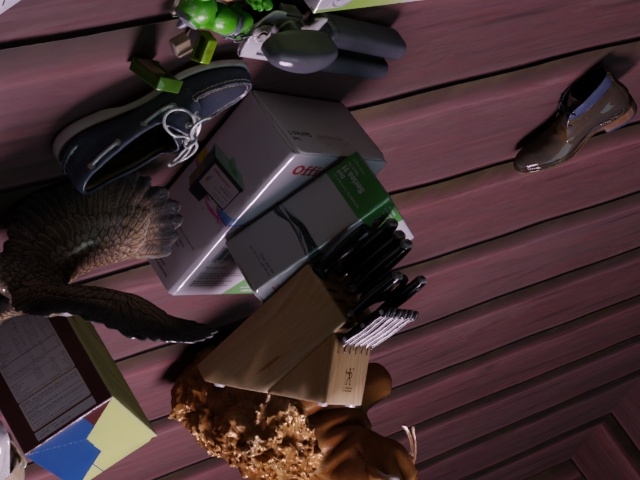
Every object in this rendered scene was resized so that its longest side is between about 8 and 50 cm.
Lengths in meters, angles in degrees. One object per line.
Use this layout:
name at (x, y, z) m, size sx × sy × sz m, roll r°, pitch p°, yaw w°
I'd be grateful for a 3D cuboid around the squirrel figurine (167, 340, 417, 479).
squirrel figurine at (-0.034, 0.317, 2.415) m, size 0.397 × 0.370 × 0.281 m, roll -5°, pitch 143°, yaw -47°

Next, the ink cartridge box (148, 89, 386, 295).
ink cartridge box at (-0.080, -0.058, 1.977) m, size 0.201 × 0.117 × 0.278 m, roll 1°, pitch 138°, yaw -52°

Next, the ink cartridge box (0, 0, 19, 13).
ink cartridge box at (-0.284, -0.278, 1.405) m, size 0.207 × 0.046 × 0.097 m, roll -35°, pitch 157°, yaw 1°

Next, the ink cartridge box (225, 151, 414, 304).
ink cartridge box at (0.000, 0.000, 1.931) m, size 0.208 × 0.087 × 0.153 m, roll -35°, pitch 156°, yaw 1°

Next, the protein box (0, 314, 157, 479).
protein box at (-0.347, 0.193, 2.001) m, size 0.136 × 0.201 × 0.200 m, roll -33°, pitch 156°, yaw -3°

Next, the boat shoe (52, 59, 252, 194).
boat shoe at (-0.185, -0.133, 1.755) m, size 0.254 × 0.079 × 0.095 m, roll -25°, pitch 154°, yaw -20°

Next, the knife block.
knife block at (-0.008, 0.081, 1.891) m, size 0.088 × 0.276 × 0.242 m, roll 13°, pitch 84°, yaw -56°

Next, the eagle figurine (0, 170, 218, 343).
eagle figurine at (-0.300, 0.050, 1.801) m, size 0.298 × 0.226 × 0.225 m, roll -18°, pitch -167°, yaw 4°

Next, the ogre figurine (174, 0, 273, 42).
ogre figurine at (-0.094, -0.288, 1.569) m, size 0.118 × 0.097 × 0.197 m, roll -26°, pitch 165°, yaw -43°

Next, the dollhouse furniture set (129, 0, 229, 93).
dollhouse furniture set at (-0.154, -0.243, 1.661) m, size 0.076 × 0.058 × 0.151 m, roll 4°, pitch 117°, yaw -43°

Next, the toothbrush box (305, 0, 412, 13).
toothbrush box at (0.107, -0.372, 1.633) m, size 0.283 × 0.122 × 0.206 m, roll -14°, pitch 149°, yaw -40°

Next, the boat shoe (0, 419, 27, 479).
boat shoe at (-0.488, 0.321, 2.189) m, size 0.103 × 0.113 × 0.302 m, roll -20°, pitch 163°, yaw -31°

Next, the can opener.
can opener at (0.013, -0.223, 1.817) m, size 0.283 × 0.095 × 0.076 m, roll 1°, pitch 139°, yaw -52°

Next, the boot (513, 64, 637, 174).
boot at (0.390, -0.195, 2.396) m, size 0.219 × 0.082 × 0.106 m, roll -32°, pitch 134°, yaw 6°
